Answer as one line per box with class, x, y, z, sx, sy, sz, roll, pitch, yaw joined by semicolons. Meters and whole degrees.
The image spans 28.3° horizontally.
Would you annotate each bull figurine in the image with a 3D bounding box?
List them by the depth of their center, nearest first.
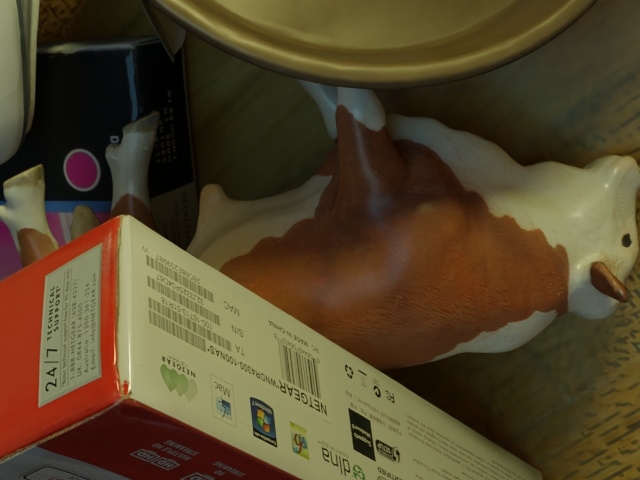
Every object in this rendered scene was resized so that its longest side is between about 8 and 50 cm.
bull figurine;0.000;0.000;0.621;0.310;0.101;0.188;-25;97;10

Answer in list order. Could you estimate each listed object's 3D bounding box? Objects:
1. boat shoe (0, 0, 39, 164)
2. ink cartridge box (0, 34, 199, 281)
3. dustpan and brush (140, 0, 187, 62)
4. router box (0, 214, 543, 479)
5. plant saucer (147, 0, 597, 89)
boat shoe;-0.164;-0.166;0.658;0.095;0.084;0.258;-6;88;50
ink cartridge box;-0.247;-0.026;0.770;0.370;0.069;0.176;1;104;24
dustpan and brush;-0.103;-0.214;0.639;0.060;0.147;0.211;-26;74;-2
router box;-0.090;0.149;0.621;0.301;0.335;0.082;-27;50;26
plant saucer;0.014;-0.195;0.550;0.277;0.041;0.278;2;79;-11
